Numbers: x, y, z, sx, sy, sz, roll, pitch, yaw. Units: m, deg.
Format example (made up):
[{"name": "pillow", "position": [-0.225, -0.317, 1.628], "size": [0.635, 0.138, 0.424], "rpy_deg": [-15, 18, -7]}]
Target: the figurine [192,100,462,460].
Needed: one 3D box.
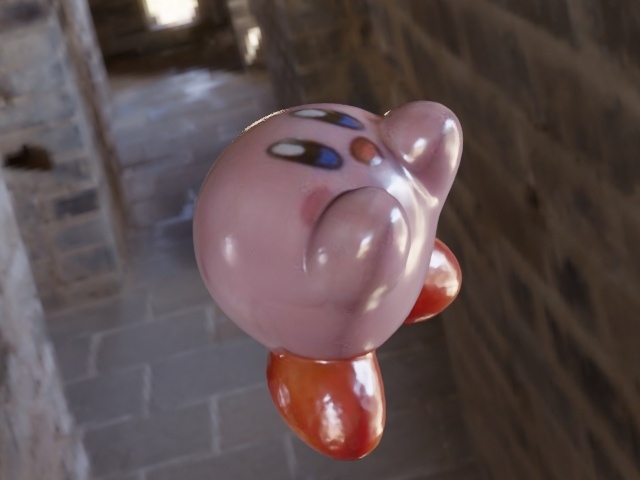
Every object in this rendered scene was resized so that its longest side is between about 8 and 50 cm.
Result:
[{"name": "figurine", "position": [-0.005, 0.004, 1.275], "size": [0.211, 0.261, 0.269], "rpy_deg": [17, 47, 16]}]
